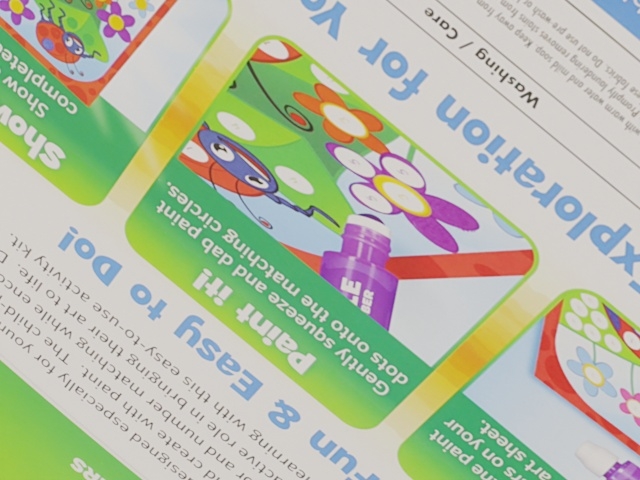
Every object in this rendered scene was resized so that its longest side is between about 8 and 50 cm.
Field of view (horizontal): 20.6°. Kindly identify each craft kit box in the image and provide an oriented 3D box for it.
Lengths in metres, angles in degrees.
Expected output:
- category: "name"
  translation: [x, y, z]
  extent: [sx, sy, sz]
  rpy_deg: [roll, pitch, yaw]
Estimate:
- category: "craft kit box"
  translation: [0.000, 0.000, 0.399]
  extent: [0.246, 0.250, 0.061]
  rpy_deg: [-49, -178, 38]
